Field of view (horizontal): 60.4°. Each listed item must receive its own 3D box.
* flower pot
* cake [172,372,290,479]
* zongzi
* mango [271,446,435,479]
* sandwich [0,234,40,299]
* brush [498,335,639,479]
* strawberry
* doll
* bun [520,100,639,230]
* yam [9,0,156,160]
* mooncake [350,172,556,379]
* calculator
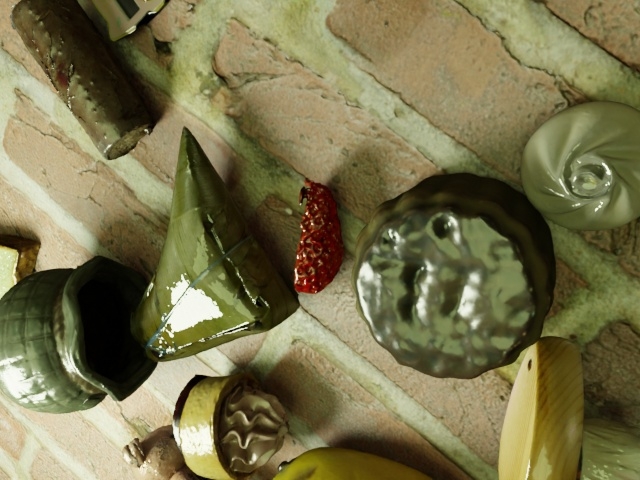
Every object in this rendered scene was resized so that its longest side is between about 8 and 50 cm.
[{"bbox_3d":[-0.453,0.183,1.050,0.213,0.302,0.302,-14,102,14],"label":"flower pot"},{"bbox_3d":[-0.146,0.334,1.015,0.178,0.185,0.208,-20,87,25],"label":"cake"},{"bbox_3d":[-0.250,0.025,0.967,0.323,0.160,0.360,-24,97,27],"label":"zongzi"},{"bbox_3d":[0.101,0.528,0.956,0.445,0.220,0.301,18,111,13],"label":"mango"},{"bbox_3d":[-0.711,0.095,1.245,0.186,0.065,0.215,7,110,22],"label":"sandwich"},{"bbox_3d":[0.368,0.278,0.797,0.166,0.174,0.267,8,94,7],"label":"brush"},{"bbox_3d":[0.000,0.000,0.877,0.082,0.121,0.188,8,112,0],"label":"strawberry"},{"bbox_3d":[-0.237,0.463,1.129,0.303,0.201,0.156,20,77,10],"label":"doll"},{"bbox_3d":[0.345,-0.089,0.699,0.172,0.120,0.173,9,112,21],"label":"bun"},{"bbox_3d":[-0.402,-0.286,0.952,0.131,0.131,0.280,-31,96,28],"label":"yam"},{"bbox_3d":[0.183,0.051,0.792,0.290,0.161,0.290,7,108,22],"label":"mooncake"},{"bbox_3d":[-0.298,-0.451,0.905,0.236,0.033,0.157,-33,91,26],"label":"calculator"}]
